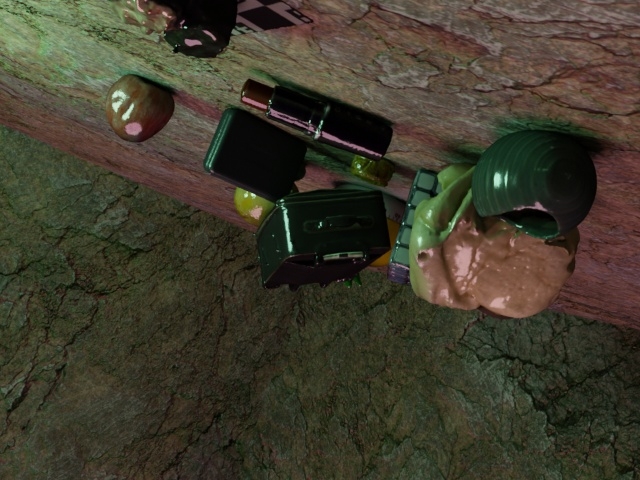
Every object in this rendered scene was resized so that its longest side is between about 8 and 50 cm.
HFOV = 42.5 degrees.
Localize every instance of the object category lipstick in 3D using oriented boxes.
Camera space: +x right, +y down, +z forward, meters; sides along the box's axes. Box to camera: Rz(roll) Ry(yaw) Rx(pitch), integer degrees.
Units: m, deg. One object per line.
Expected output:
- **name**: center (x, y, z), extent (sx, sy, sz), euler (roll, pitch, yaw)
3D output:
- **lipstick**: center (-0.008, -0.229, 1.550), extent (0.299, 0.081, 0.081), euler (18, 174, -11)

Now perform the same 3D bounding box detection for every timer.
- **timer**: center (0.106, 0.001, 2.306), extent (0.285, 0.285, 0.285), euler (18, 173, 2)

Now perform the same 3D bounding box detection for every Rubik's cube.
- **Rubik's cube**: center (0.296, -0.003, 1.898), extent (0.236, 0.238, 0.237), euler (16, 172, 6)

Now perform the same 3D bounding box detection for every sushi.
- **sushi**: center (-0.248, -0.343, 1.186), extent (0.373, 0.100, 0.296), euler (23, 172, -37)

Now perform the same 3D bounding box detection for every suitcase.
- **suitcase**: center (0.000, 0.000, 1.984), extent (0.283, 0.194, 0.434), euler (-5, 170, -14)

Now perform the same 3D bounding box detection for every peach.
- **peach**: center (-0.417, -0.293, 1.872), extent (0.152, 0.152, 0.152), euler (18, 173, 2)

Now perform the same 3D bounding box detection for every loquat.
- **loquat**: center (-0.133, -0.112, 2.144), extent (0.172, 0.149, 0.204), euler (26, 155, -27)

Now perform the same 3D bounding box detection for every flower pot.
- **flower pot**: center (0.350, -0.093, 1.358), extent (0.189, 0.157, 0.243), euler (18, 173, -11)

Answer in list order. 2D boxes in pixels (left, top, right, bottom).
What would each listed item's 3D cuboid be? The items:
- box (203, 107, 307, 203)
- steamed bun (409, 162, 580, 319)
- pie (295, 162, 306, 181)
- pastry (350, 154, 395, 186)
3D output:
- **box**: center (-0.149, -0.191, 1.895), extent (0.230, 0.160, 0.050), euler (23, 178, -37)
- **steamed bun**: center (0.333, -0.001, 1.645), extent (0.372, 0.325, 0.230), euler (7, -140, -14)
- **pie**: center (-0.148, -0.213, 2.188), extent (0.240, 0.054, 0.240), euler (16, 172, 2)
- **pastry**: center (0.118, -0.159, 1.877), extent (0.097, 0.057, 0.109), euler (16, 172, 36)
